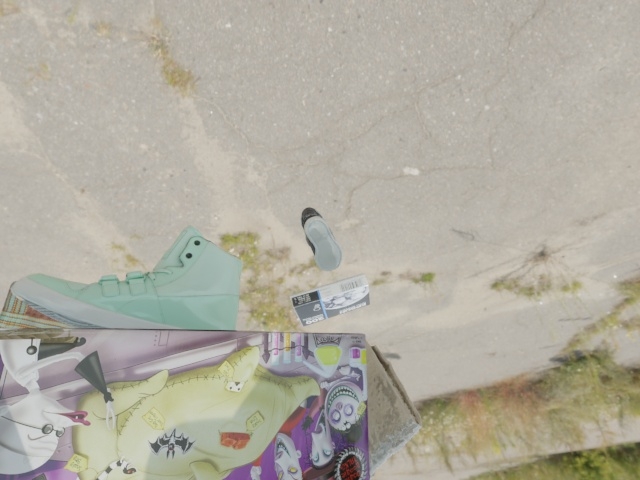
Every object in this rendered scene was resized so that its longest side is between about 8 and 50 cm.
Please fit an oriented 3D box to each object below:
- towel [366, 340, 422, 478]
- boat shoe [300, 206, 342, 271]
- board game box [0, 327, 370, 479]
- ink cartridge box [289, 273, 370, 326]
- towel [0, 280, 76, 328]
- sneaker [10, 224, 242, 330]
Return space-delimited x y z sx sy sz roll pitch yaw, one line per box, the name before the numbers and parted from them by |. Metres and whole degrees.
towel | 0.057 0.289 0.765 0.049 0.282 0.187 38 96 -16
boat shoe | 0.000 0.000 0.694 0.046 0.038 0.125 -27 136 2
board game box | -0.108 0.173 0.345 0.346 0.208 0.056 8 168 -33
ink cartridge box | 0.034 0.176 1.243 0.206 0.045 0.208 -18 152 -1
towel | -0.433 0.265 0.711 0.271 0.371 0.040 9 168 7
sneaker | -0.223 0.045 0.564 0.255 0.151 0.094 18 158 -22
